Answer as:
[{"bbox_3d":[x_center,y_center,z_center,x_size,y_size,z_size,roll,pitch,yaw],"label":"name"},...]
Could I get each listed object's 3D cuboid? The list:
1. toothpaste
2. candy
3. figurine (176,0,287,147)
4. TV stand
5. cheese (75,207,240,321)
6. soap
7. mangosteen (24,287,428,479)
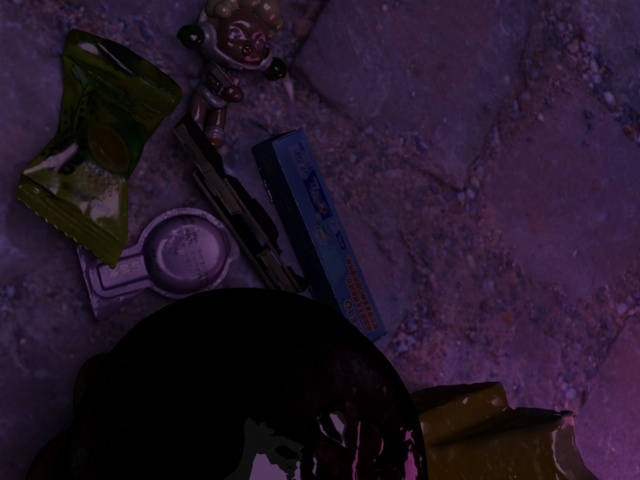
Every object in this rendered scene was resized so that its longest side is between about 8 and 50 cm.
[{"bbox_3d":[0.000,0.000,1.390,0.053,0.066,0.272,-26,99,-27],"label":"toothpaste"},{"bbox_3d":[-0.249,-0.105,1.266,0.149,0.069,0.246,31,52,-28],"label":"candy"},{"bbox_3d":[-0.105,-0.208,1.336,0.147,0.093,0.197,16,81,-36],"label":"figurine"},{"bbox_3d":[-0.093,-0.038,1.336,0.249,0.042,0.036,56,36,-21],"label":"TV stand"},{"bbox_3d":[-0.179,0.021,1.310,0.191,0.042,0.105,-15,92,-28],"label":"cheese"},{"bbox_3d":[0.084,0.281,1.282,0.339,0.304,0.169,-17,91,-27],"label":"soap"},{"bbox_3d":[-0.102,0.243,1.151,0.382,0.435,0.382,13,70,-39],"label":"mangosteen"}]
